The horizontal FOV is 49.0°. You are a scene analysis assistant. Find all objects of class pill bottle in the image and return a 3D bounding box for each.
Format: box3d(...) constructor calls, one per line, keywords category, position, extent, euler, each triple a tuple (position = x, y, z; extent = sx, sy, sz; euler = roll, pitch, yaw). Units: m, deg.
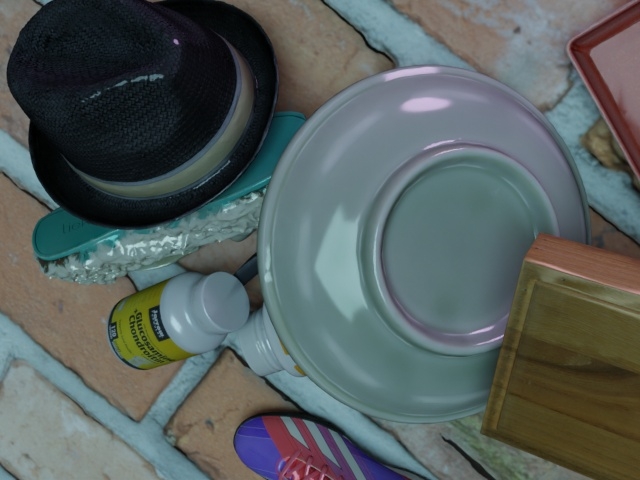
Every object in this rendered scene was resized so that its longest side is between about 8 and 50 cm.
box3d(category="pill bottle", position=(0.010, 0.096, 0.868), extent=(0.215, 0.117, 0.117), euler=(-21, 98, 14))
box3d(category="pill bottle", position=(-0.179, 0.098, 0.884), extent=(0.184, 0.103, 0.103), euler=(-22, 98, 38))

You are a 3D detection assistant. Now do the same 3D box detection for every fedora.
box3d(category="fedora", position=(-0.221, -0.172, 0.772), extent=(0.334, 0.152, 0.333), euler=(-7, 71, 20))

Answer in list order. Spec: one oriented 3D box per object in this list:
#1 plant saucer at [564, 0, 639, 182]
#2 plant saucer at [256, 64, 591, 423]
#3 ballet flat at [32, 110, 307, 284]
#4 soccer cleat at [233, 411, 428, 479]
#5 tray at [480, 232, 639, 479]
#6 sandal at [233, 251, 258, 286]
box3d(category="plant saucer", position=(0.440, -0.172, 0.760), extent=(0.259, 0.048, 0.258), euler=(-30, 95, 15))
box3d(category="plant saucer", position=(0.136, 0.009, 0.746), extent=(0.401, 0.100, 0.400), euler=(-1, 94, -15))
box3d(category="ballet flat", position=(-0.164, -0.040, 0.875), extent=(0.409, 0.147, 0.146), euler=(-18, 99, 17))
box3d(category="soccer cleat", position=(0.026, 0.326, 0.917), extent=(0.318, 0.116, 0.108), euler=(26, 106, 4))
box3d(category="tray", position=(0.360, 0.152, 0.597), extent=(0.411, 0.076, 0.202), euler=(19, 120, 24))
box3d(category="sandal", position=(0.000, 0.000, 0.858), extent=(0.255, 0.097, 0.054), euler=(-29, 96, 15))
